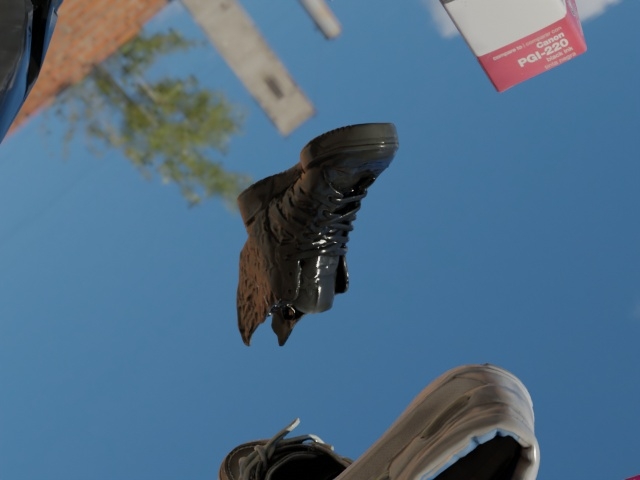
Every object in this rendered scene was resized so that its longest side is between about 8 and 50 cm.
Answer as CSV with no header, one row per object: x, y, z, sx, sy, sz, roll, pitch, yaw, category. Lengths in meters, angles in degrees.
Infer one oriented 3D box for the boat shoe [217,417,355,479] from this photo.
-0.029,0.246,1.462,0.113,0.105,0.306,-46,-152,-15,boat shoe

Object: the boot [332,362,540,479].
0.031,0.185,0.850,0.258,0.095,0.123,-53,-177,9,boot

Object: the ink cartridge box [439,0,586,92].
0.134,-0.260,1.213,0.092,0.218,0.158,-24,-138,21,ink cartridge box

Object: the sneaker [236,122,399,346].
-0.002,0.000,0.818,0.170,0.051,0.089,-29,-110,53,sneaker

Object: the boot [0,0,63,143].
-0.357,-0.255,0.880,0.146,0.445,0.367,106,-2,-68,boot

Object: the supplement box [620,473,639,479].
0.182,0.261,1.044,0.220,0.111,0.114,-10,-135,-26,supplement box
